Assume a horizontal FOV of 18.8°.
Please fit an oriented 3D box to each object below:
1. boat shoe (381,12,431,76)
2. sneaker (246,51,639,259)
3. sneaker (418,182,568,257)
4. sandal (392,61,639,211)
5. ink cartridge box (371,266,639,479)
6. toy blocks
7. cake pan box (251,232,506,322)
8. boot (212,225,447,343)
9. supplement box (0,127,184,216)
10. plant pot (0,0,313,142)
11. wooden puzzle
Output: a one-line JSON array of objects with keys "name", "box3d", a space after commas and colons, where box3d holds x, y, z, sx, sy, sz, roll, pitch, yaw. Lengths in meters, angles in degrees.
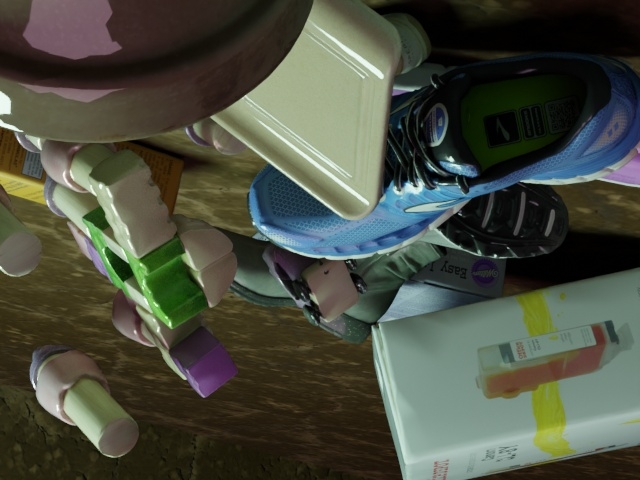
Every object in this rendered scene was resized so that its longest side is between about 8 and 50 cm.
[{"name": "boat shoe", "box3d": [0.012, -0.138, 1.555, 0.170, 0.059, 0.063, -19, 108, 49]}, {"name": "sneaker", "box3d": [0.087, -0.080, 1.508, 0.330, 0.130, 0.147, -20, 166, 16]}, {"name": "sneaker", "box3d": [0.107, -0.043, 1.857, 0.271, 0.100, 0.108, 12, 176, 15]}, {"name": "sandal", "box3d": [0.134, -0.078, 1.657, 0.416, 0.102, 0.169, 7, 165, 11]}, {"name": "ink cartridge box", "box3d": [0.260, 0.151, 2.117, 0.385, 0.160, 0.279, -11, 166, 0]}, {"name": "toy blocks", "box3d": [-0.181, -0.013, 1.810, 0.260, 0.309, 0.288, 36, 154, 52]}, {"name": "cake pan box", "box3d": [0.059, 0.037, 2.224, 0.267, 0.070, 0.246, 13, 167, -13]}, {"name": "boot", "box3d": [0.000, 0.000, 2.027, 0.246, 0.083, 0.161, 24, 119, -28]}, {"name": "supplement box", "box3d": [-0.260, -0.075, 1.973, 0.233, 0.080, 0.078, 15, 167, -29]}, {"name": "plant pot", "box3d": [-0.127, -0.219, 1.059, 0.263, 0.263, 0.229, 9, 149, 1]}, {"name": "wooden puzzle", "box3d": [-0.033, -0.140, 1.407, 0.221, 0.044, 0.238, 38, 155, 15]}]
